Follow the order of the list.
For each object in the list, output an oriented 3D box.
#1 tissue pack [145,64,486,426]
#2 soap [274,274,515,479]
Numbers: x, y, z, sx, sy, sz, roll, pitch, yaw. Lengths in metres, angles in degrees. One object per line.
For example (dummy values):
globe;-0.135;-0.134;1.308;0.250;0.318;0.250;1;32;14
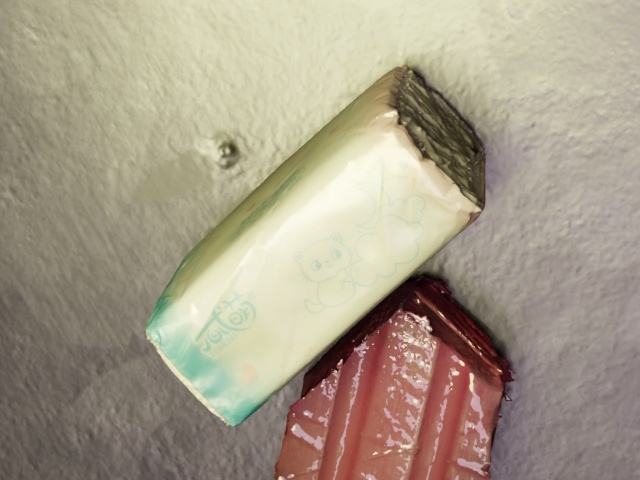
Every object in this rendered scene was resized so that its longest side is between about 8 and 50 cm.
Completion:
tissue pack;0.000;0.001;1.450;0.271;0.201;0.124;-41;101;16
soap;0.058;0.171;1.528;0.182;0.112;0.289;12;106;6
